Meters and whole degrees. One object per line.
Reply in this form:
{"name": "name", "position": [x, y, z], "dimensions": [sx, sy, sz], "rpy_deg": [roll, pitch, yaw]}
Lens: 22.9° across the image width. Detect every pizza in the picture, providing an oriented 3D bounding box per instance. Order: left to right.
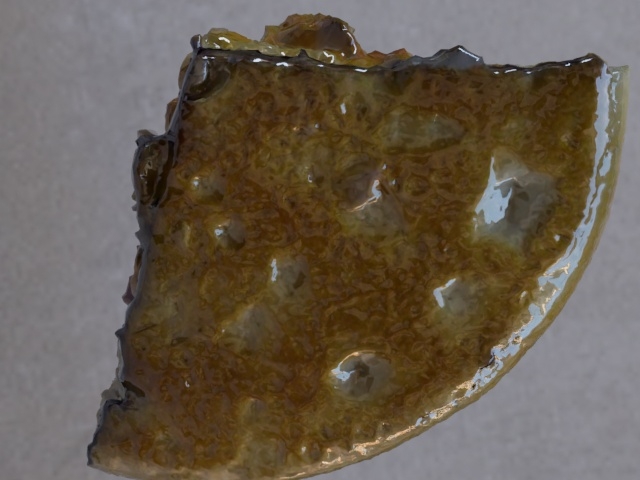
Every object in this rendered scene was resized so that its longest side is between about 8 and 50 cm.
{"name": "pizza", "position": [0.000, 0.000, 0.961], "dimensions": [0.278, 0.409, 0.114], "rpy_deg": [46, 10, -3]}
